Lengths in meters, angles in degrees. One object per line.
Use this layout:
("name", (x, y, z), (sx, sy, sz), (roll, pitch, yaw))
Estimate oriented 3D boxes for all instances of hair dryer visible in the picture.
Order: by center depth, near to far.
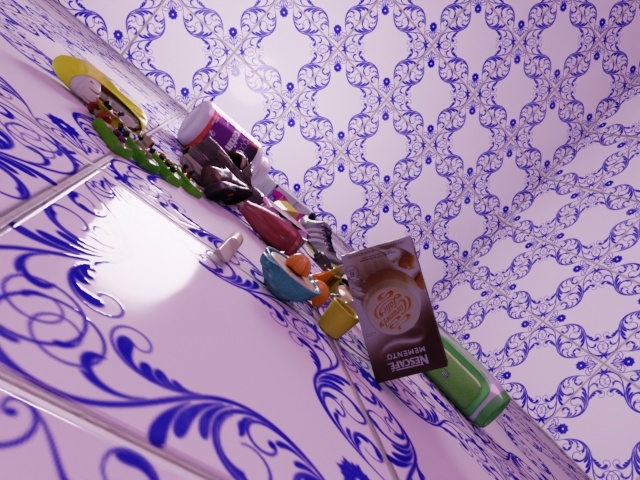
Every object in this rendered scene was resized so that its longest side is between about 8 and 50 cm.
("hair dryer", (-0.118, -0.009, 1.257), (0.223, 0.080, 0.293), (24, -15, 48))

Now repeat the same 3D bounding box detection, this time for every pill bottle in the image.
("pill bottle", (-0.335, -0.334, 1.618), (0.323, 0.181, 0.181), (37, 6, -34))

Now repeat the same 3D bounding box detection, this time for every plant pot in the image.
("plant pot", (0.136, 0.210, 1.353), (0.236, 0.032, 0.236), (41, 4, -4))
("plant pot", (-0.145, -0.096, 1.617), (0.081, 0.081, 0.083), (44, 16, 30))

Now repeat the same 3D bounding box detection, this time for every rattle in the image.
("rattle", (0.068, 0.158, 1.103), (0.200, 0.130, 0.142), (68, 21, 6))

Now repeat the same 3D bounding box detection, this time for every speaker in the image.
("speaker", (0.372, 0.365, 1.254), (0.296, 0.131, 0.131), (45, 6, 36))

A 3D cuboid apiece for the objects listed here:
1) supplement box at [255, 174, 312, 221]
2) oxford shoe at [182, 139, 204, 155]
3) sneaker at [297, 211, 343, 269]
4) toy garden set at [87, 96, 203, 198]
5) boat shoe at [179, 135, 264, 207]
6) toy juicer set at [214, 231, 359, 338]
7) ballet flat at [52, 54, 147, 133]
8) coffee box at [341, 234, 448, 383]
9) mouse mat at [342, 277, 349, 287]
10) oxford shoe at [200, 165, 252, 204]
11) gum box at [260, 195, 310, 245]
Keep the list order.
("supplement box", (-0.154, -0.146, 1.766), (0.220, 0.111, 0.114), (36, 8, -44))
("oxford shoe", (-0.390, -0.275, 1.395), (0.075, 0.076, 0.212), (-3, 11, -19))
("sneaker", (0.000, 0.000, 1.610), (0.300, 0.121, 0.111), (45, 7, 34))
("toy garden set", (-0.378, -0.208, 0.983), (0.204, 0.049, 0.244), (44, 6, 31))
("boat shoe", (-0.250, -0.190, 1.316), (0.132, 0.130, 0.355), (43, 6, 22))
("toy juicer set", (-0.068, 0.048, 0.883), (0.329, 0.089, 0.209), (38, 6, -29))
("ballet flat", (-0.492, -0.322, 1.022), (0.231, 0.077, 0.077), (39, 22, -43))
("coffee box", (0.145, 0.130, 0.872), (0.098, 0.141, 0.247), (18, 55, -76))
("mouse mat", (0.127, 0.177, 1.516), (0.152, 0.007, 0.190), (41, -5, 1))
("oxford shoe", (-0.241, -0.150, 1.183), (0.227, 0.082, 0.096), (27, 39, -78))
("gum box", (-0.132, -0.063, 1.496), (0.188, 0.062, 0.107), (38, 6, -31))
